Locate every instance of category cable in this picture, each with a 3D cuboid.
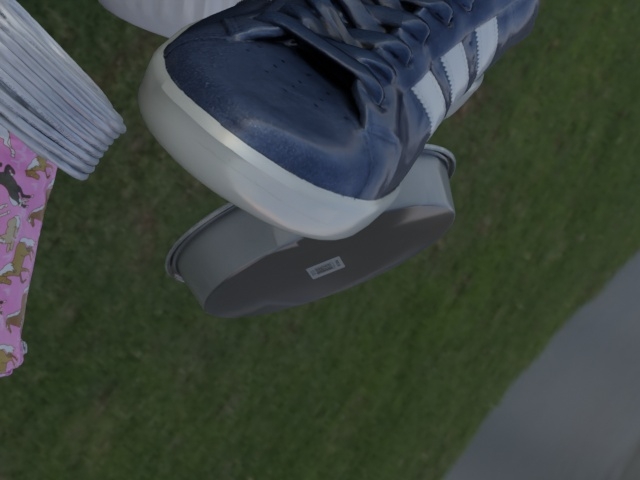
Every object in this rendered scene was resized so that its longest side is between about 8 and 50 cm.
[{"bbox_3d":[-0.304,-0.176,1.164,0.089,0.257,0.257,-44,135,0],"label":"cable"}]

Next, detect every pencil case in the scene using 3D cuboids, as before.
[{"bbox_3d":[-0.492,0.005,1.715,0.167,0.160,0.386,27,71,-69],"label":"pencil case"}]

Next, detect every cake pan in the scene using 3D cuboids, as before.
[{"bbox_3d":[0.000,0.000,1.105,0.293,0.054,0.293,-19,165,-5],"label":"cake pan"}]

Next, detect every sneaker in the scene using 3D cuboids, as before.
[{"bbox_3d":[0.035,-0.119,0.573,0.148,0.131,0.350,-53,178,28],"label":"sneaker"}]

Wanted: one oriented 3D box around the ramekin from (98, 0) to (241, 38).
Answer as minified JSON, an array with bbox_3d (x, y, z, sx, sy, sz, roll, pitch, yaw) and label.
[{"bbox_3d":[-0.048,-0.219,0.841,0.273,0.273,0.127,-21,129,-54],"label":"ramekin"}]
